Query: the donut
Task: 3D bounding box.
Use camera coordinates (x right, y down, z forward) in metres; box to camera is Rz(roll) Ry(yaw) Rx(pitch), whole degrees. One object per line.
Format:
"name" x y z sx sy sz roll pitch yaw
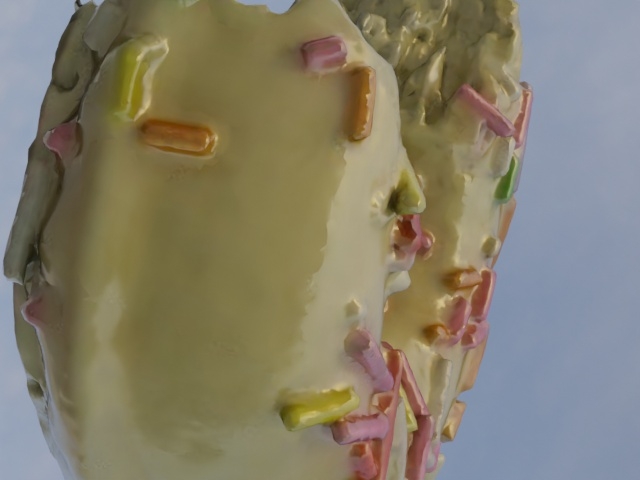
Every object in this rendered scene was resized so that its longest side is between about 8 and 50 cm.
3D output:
"donut" -0.004 0.009 0.679 0.150 0.371 0.307 13 -73 16
